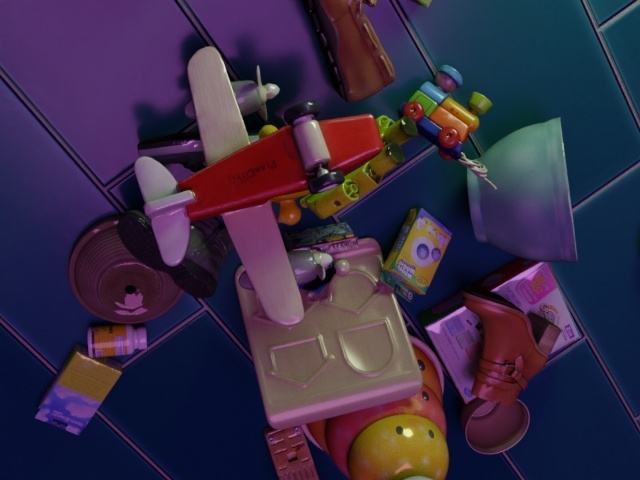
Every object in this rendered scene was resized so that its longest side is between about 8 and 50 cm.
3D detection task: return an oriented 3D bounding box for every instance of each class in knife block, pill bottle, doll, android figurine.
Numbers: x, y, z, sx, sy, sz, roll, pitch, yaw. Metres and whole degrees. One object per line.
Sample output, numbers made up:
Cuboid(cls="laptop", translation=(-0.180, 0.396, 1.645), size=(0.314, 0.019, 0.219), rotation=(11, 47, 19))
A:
Cuboid(cls="knife block", translation=(-0.047, 0.579, 1.880), size=(0.088, 0.242, 0.276), rotation=(-18, 71, -7))
Cuboid(cls="pill bottle", translation=(-0.418, 0.205, 1.621), size=(0.116, 0.065, 0.065), rotation=(-3, 114, -14))
Cuboid(cls="doll", translation=(-0.026, 0.065, 1.578), size=(0.189, 0.046, 0.129), rotation=(-6, 132, -21))
Cuboid(cls="android figurine", translation=(0.063, -0.137, 1.502), size=(0.056, 0.248, 0.273), rotation=(44, 138, -18))

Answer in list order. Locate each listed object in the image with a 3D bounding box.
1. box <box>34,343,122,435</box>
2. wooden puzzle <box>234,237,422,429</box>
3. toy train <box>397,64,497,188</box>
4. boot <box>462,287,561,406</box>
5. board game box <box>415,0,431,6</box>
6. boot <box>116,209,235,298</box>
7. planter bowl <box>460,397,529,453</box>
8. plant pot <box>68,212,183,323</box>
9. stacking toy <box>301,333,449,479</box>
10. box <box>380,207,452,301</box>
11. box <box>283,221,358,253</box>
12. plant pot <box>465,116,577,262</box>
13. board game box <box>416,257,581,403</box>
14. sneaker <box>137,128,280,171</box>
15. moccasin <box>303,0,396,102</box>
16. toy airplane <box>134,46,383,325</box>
Cuboid(cls="box", translation=(-0.509, 0.315, 1.658), size=(0.109, 0.042, 0.178), rotation=(30, 103, -23))
Cuboid(cls="wooden puzzle", translation=(0.011, 0.190, 1.636), size=(0.322, 0.348, 0.080), rotation=(-12, 159, -8))
Cuboid(cls="toy train", translation=(0.286, -0.225, 1.540), size=(0.248, 0.105, 0.143), rotation=(38, 88, 14))
Cuboid(cls="boot", translation=(0.380, 0.239, 1.737), size=(0.283, 0.109, 0.220), rotation=(25, 99, -32))
Cuboid(cls="board game box", translation=(0.208, -0.541, 1.466), size=(0.092, 0.043, 0.181), rotation=(27, 104, -22))
Cuboid(cls="boot", translation=(-0.274, -0.013, 1.522), size=(0.083, 0.161, 0.246), rotation=(-21, 129, 35))
Cuboid(cls="planter bowl", translation=(0.405, 0.415, 1.895), size=(0.162, 0.109, 0.162), rotation=(-5, 115, -11))
Cuboid(cls="plant pot", translation=(-0.375, 0.074, 1.551), size=(0.237, 0.110, 0.237), rotation=(-5, 115, -11))
Cuboid(cls="stacking toy", translation=(0.161, 0.436, 1.635), size=(0.350, 0.480, 0.351), rotation=(-6, 115, -12))
Cuboid(cls="box", translation=(0.202, 0.033, 1.668), size=(0.105, 0.043, 0.179), rotation=(36, 71, -25))
Cuboid(cls="box", translation=(0.000, 0.000, 1.621), size=(0.137, 0.094, 0.027), rotation=(-10, 113, -9))
Cuboid(cls="plant pot", translation=(0.407, -0.090, 1.604), size=(0.196, 0.293, 0.293), rotation=(-8, 118, 18))
Cuboid(cls="board game box", translation=(0.415, 0.200, 1.820), size=(0.316, 0.064, 0.242), rotation=(-29, 113, 0))
Cuboid(cls="sneaker", translation=(-0.195, -0.118, 1.511), size=(0.295, 0.124, 0.178), rotation=(-4, 104, -14))
Cuboid(cls="moccasin", translation=(0.047, -0.436, 1.418), size=(0.147, 0.139, 0.380), rotation=(-25, 117, -3))
Cuboid(cls="toy airplane", translation=(-0.119, -0.095, 1.361), size=(0.384, 0.272, 0.386), rotation=(26, 98, 14))
